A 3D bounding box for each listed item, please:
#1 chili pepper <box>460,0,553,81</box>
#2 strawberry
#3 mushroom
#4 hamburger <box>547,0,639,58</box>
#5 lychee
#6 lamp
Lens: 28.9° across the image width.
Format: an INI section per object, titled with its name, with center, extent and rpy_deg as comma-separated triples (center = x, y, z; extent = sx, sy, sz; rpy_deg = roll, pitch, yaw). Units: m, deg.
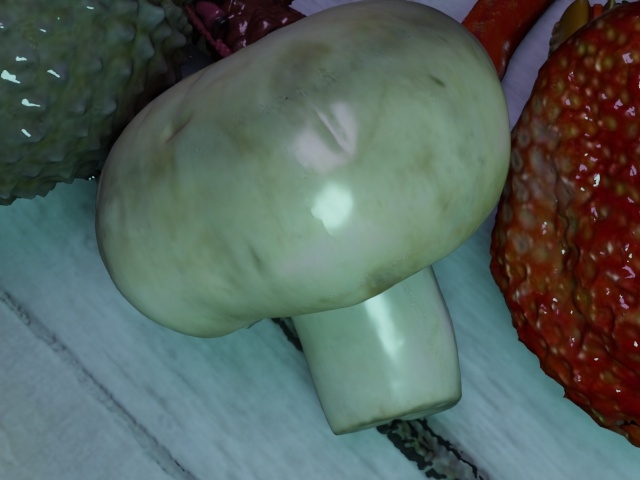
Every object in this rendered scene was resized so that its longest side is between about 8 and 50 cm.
[chili pepper]
center = 0.179, -0.211, 1.223
extent = 0.063, 0.071, 0.272
rpy_deg = 6, 50, 50
[strawberry]
center = 0.287, -0.017, 0.987
extent = 0.312, 0.267, 0.351
rpy_deg = -23, 95, 6
[mushroom]
center = -0.011, -0.029, 0.992
extent = 0.353, 0.325, 0.353
rpy_deg = -4, 71, 13
[hamburger]
center = 0.264, -0.148, 1.137
extent = 0.115, 0.162, 0.162
rpy_deg = 6, 65, 7
[lychee]
center = -0.307, -0.208, 1.059
extent = 0.432, 0.380, 0.380
rpy_deg = -6, 55, -46
[lamp]
center = -0.104, -0.247, 1.228
extent = 0.118, 0.118, 0.253
rpy_deg = -34, 64, -13
